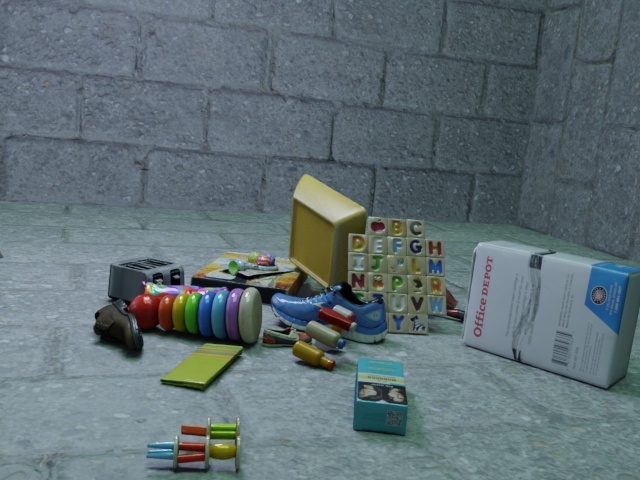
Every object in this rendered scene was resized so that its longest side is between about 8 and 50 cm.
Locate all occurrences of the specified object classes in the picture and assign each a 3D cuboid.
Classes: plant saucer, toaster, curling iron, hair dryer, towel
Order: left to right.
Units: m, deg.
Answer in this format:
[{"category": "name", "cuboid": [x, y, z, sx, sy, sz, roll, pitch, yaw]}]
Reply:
[{"category": "toaster", "cuboid": [-0.505, 0.119, 2.014, 0.186, 0.110, 0.168, 11, 11, 27]}, {"category": "towel", "cuboid": [-0.257, 0.276, 1.546, 0.102, 0.021, 0.237, 2, 10, 13]}, {"category": "plant saucer", "cuboid": [0.000, 0.000, 2.207, 0.081, 0.332, 0.333, -14, 32, -34]}, {"category": "hair dryer", "cuboid": [0.341, 0.129, 2.299, 0.224, 0.080, 0.293, 21, 18, -47]}, {"category": "curling iron", "cuboid": [0.415, 0.231, 2.110, 0.274, 0.035, 0.068, 11, 20, 22]}]

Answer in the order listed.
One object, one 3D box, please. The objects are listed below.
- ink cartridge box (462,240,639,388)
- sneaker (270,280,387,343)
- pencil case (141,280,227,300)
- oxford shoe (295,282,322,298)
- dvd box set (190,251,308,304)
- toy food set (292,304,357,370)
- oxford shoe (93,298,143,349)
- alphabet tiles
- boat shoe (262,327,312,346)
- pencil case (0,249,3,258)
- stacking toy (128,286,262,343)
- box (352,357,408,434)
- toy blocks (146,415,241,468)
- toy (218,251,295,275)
[{"category": "ink cartridge box", "cuboid": [0.592, 0.173, 1.810, 0.395, 0.285, 0.166, 14, 12, 38]}, {"category": "sneaker", "cuboid": [0.025, 0.173, 1.899, 0.330, 0.147, 0.130, 8, 10, 15]}, {"category": "pencil case", "cuboid": [-0.365, 0.162, 1.874, 0.237, 0.104, 0.104, 7, 10, -9]}, {"category": "oxford shoe", "cuboid": [-0.020, 0.183, 2.101, 0.076, 0.076, 0.212, 34, -3, -21]}, {"category": "dvd box set", "cuboid": [-0.217, 0.119, 2.303, 0.308, 0.062, 0.420, 8, 11, 7]}, {"category": "toy food set", "cuboid": [0.040, 0.232, 1.706, 0.105, 0.111, 0.232, 24, 16, 24]}, {"category": "oxford shoe", "cuboid": [-0.479, 0.213, 1.651, 0.096, 0.082, 0.227, -21, 21, -26]}, {"category": "alphabet tiles", "cuboid": [0.219, 0.096, 1.997, 0.286, 0.342, 0.011, 4, -20, -7]}, {"category": "boat shoe", "cuboid": [-0.082, 0.241, 1.760, 0.137, 0.043, 0.049, 2, 9, -25]}, {"category": "pencil case", "cuboid": [-1.052, 0.047, 1.967, 0.411, 0.159, 0.184, 15, 31, 43]}, {"category": "stacking toy", "cuboid": [-0.319, 0.186, 1.758, 0.331, 0.141, 0.141, 0, 9, 8]}, {"category": "box", "cuboid": [0.120, 0.311, 1.427, 0.101, 0.060, 0.244, 6, 10, 2]}, {"category": "toy blocks", "cuboid": [-0.207, 0.332, 1.157, 0.148, 0.054, 0.123, 4, 11, -8]}, {"category": "toy", "cuboid": [-0.202, 0.069, 2.261, 0.137, 0.056, 0.237, 16, 14, 34]}]
